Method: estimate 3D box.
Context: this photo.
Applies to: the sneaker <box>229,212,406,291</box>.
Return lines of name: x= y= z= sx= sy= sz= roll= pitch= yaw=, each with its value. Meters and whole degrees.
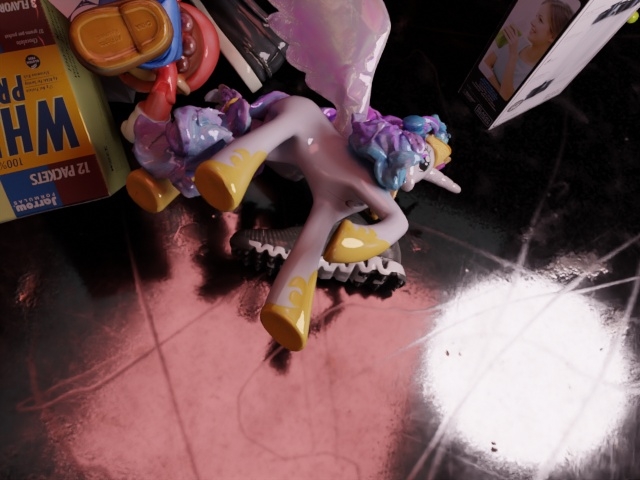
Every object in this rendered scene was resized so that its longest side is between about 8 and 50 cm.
sneaker: x=0.000 y=0.000 z=0.614 sx=0.235 sy=0.078 sz=0.106 roll=9 pitch=66 yaw=-6

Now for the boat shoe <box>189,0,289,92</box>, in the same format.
boat shoe: x=-0.153 y=-0.391 z=0.693 sx=0.113 sy=0.127 sz=0.339 roll=-34 pitch=79 yaw=5

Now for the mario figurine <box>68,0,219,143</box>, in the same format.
mario figurine: x=-0.216 y=-0.222 z=0.501 sx=0.170 sy=0.320 sz=0.198 roll=32 pitch=93 yaw=-14

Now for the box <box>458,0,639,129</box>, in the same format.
box: x=0.333 y=-0.296 z=0.639 sx=0.169 sy=0.290 sz=0.087 roll=-28 pitch=76 yaw=-14

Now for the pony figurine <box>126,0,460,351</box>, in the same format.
pony figurine: x=-0.018 y=-0.115 z=0.518 sx=0.351 sy=0.302 sz=0.363 roll=43 pitch=47 yaw=4

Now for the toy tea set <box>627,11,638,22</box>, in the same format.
toy tea set: x=0.417 y=-0.499 z=0.797 sx=0.200 sy=0.124 sz=0.336 roll=-34 pitch=82 yaw=-15

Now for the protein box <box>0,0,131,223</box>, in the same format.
protein box: x=-0.322 y=-0.139 z=0.520 sx=0.136 sy=0.201 sz=0.199 roll=-16 pitch=107 yaw=-12

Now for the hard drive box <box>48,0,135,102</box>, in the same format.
hard drive box: x=-0.359 y=-0.333 z=0.684 sx=0.181 sy=0.089 sz=0.231 roll=4 pitch=70 yaw=-6
